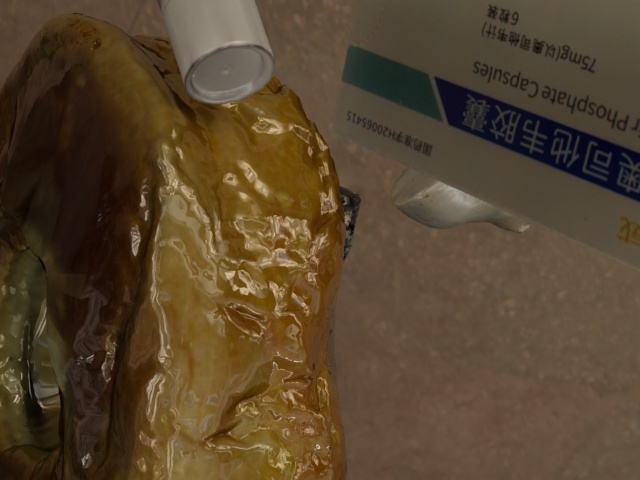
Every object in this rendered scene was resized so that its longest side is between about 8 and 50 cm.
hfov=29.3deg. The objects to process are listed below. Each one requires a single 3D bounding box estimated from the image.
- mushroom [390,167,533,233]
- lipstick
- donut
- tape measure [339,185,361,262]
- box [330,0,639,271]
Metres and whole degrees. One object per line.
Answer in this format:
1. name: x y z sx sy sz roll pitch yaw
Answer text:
1. mushroom: 0.185 -0.050 1.501 0.225 0.093 0.116 20 158 -40
2. lipstick: -0.057 -0.126 0.526 0.040 0.141 0.040 -16 154 -8
3. donut: -0.092 0.057 0.625 0.159 0.330 0.330 5 131 -27
4. tape measure: 0.001 -0.002 1.037 0.054 0.091 0.094 20 90 4
5. box: 0.159 -0.112 0.773 0.065 0.343 0.200 -7 115 -44
